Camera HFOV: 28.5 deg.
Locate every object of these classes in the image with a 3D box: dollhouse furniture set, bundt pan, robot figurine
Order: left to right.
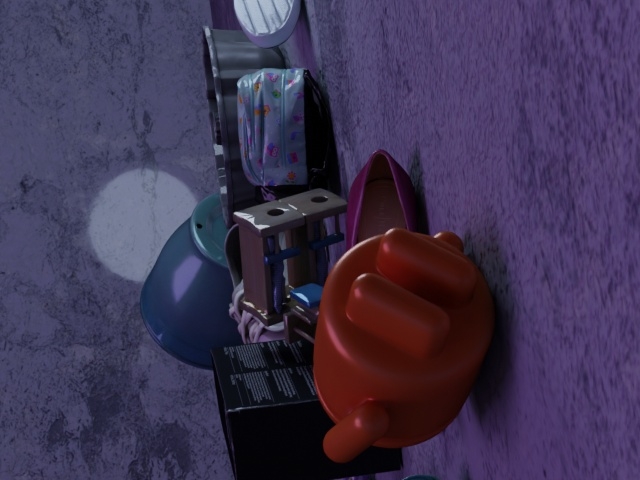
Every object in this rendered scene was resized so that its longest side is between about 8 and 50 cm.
[{"bbox_3d":[-0.111,-0.188,2.019,0.331,0.124,0.330,172,90,-83],"label":"bundt pan"},{"bbox_3d":[0.003,0.038,1.465,0.184,0.129,0.129,30,131,50],"label":"dollhouse furniture set"},{"bbox_3d":[0.057,0.079,0.936,0.219,0.128,0.158,96,166,-61],"label":"robot figurine"}]

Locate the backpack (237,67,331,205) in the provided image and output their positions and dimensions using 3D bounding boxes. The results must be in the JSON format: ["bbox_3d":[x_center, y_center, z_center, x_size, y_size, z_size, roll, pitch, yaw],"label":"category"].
[{"bbox_3d":[-0.047,-0.132,1.614,0.152,0.115,0.182,-175,80,-85],"label":"backpack"}]

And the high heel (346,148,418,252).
[{"bbox_3d":[0.056,0.046,1.075,0.117,0.082,0.244,76,-162,-58],"label":"high heel"}]

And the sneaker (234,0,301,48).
[{"bbox_3d":[-0.068,-0.339,1.752,0.258,0.094,0.091,-98,-12,-45],"label":"sneaker"}]

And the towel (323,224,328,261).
[{"bbox_3d":[0.000,0.000,1.783,0.083,0.009,0.060,-145,47,-81],"label":"towel"}]

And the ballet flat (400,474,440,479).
[{"bbox_3d":[0.112,0.302,0.998,0.087,0.083,0.247,56,-165,-45],"label":"ballet flat"}]

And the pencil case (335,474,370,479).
[{"bbox_3d":[0.041,0.382,1.571,0.088,0.086,0.206,-40,54,48],"label":"pencil case"}]

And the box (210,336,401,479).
[{"bbox_3d":[-0.024,0.191,1.464,0.261,0.184,0.103,-129,30,-77],"label":"box"}]

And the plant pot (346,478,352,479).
[{"bbox_3d":[0.007,0.385,1.139,0.212,0.187,0.212,63,-179,-21],"label":"plant pot"}]

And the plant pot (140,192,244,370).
[{"bbox_3d":[-0.170,0.056,2.285,0.255,0.272,0.271,116,150,-48],"label":"plant pot"}]

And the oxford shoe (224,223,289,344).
[{"bbox_3d":[-0.064,0.125,1.849,0.449,0.130,0.169,-107,32,-48],"label":"oxford shoe"}]
